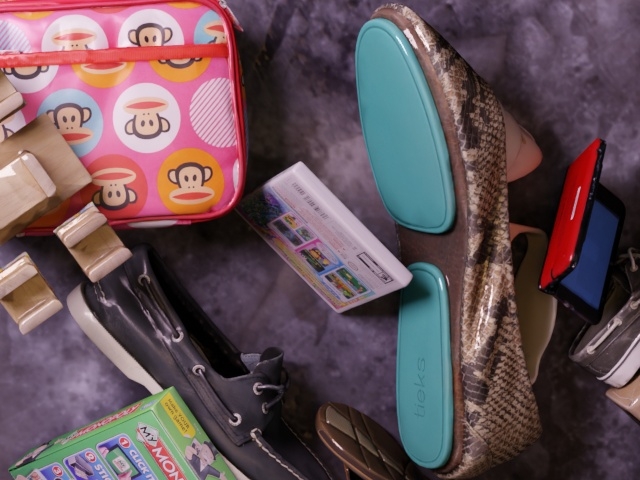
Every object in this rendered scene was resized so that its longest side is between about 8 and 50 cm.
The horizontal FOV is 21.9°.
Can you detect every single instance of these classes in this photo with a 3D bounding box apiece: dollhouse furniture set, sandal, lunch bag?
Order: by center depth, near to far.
[{"bbox_3d":[-0.326,-0.016,1.482,0.242,0.161,0.212,-36,102,-8],"label":"dollhouse furniture set"},{"bbox_3d":[-0.217,-0.137,1.579,0.293,0.120,0.258,-4,93,-5],"label":"lunch bag"},{"bbox_3d":[0.071,0.253,1.689,0.219,0.090,0.060,41,112,-17],"label":"sandal"}]

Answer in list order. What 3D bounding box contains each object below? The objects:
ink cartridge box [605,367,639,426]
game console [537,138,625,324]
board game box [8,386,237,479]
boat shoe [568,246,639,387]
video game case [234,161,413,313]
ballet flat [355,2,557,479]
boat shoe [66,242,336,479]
[{"bbox_3d":[0.447,0.142,1.713,0.193,0.088,0.235,42,89,-9],"label":"ink cartridge box"},{"bbox_3d":[0.274,-0.007,1.633,0.085,0.124,0.144,19,67,-7],"label":"game console"},{"bbox_3d":[-0.139,0.312,1.614,0.213,0.046,0.317,-25,102,34],"label":"board game box"},{"bbox_3d":[0.334,0.044,1.691,0.070,0.078,0.219,31,94,-11],"label":"boat shoe"},{"bbox_3d":[0.000,0.000,1.612,0.157,0.143,0.019,45,62,-10],"label":"video game case"},{"bbox_3d":[0.147,-0.005,1.638,0.182,0.164,0.483,-15,105,-28],"label":"ballet flat"},{"bbox_3d":[-0.089,0.135,1.621,0.340,0.127,0.113,45,101,-1],"label":"boat shoe"}]
